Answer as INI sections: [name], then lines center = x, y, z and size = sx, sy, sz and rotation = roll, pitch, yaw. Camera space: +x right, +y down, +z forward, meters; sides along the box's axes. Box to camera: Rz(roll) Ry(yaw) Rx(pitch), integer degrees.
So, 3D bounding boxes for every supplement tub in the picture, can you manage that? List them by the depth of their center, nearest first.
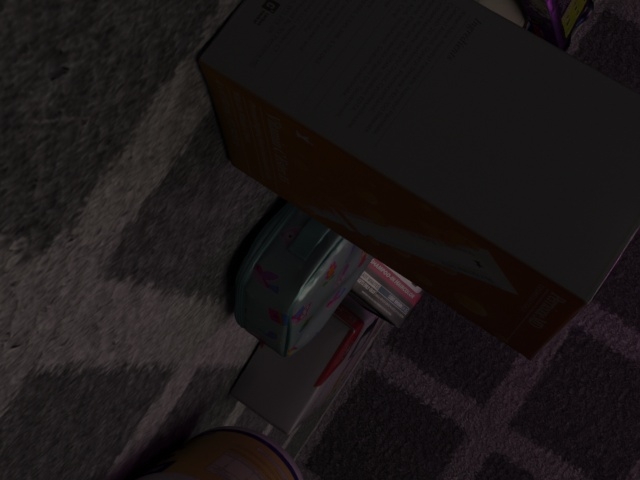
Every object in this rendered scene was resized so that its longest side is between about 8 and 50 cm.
[supplement tub]
center = -0.172, 0.418, 1.299
size = 0.241, 0.241, 0.331
rotation = -59, 168, 13

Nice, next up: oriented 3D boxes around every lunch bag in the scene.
[lunch bag]
center = 0.000, 0.000, 1.210
size = 0.279, 0.108, 0.224
rotation = -52, 165, -24

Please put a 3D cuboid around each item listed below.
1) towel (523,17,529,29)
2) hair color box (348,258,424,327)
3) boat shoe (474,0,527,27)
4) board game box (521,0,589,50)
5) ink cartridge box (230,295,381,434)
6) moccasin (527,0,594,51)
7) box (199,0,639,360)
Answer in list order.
[towel]
center = 0.344, -0.403, 1.594
size = 0.370, 0.040, 0.271
rotation = 107, 5, -48
[hair color box]
center = 0.151, -0.050, 1.514
size = 0.174, 0.105, 0.347
rotation = 39, 82, -42
[boat shoe]
center = 0.232, -0.334, 1.268
size = 0.305, 0.091, 0.109
rotation = -49, 132, -41
[board game box]
center = 0.378, -0.443, 1.232
size = 0.347, 0.056, 0.208
rotation = -61, 163, 2
[ink cartridge box]
center = -0.006, 0.187, 1.641
size = 0.226, 0.131, 0.306
rotation = -59, 167, 13
[moccasin]
center = 0.432, -0.389, 1.800
size = 0.342, 0.117, 0.137
rotation = 115, -8, -85
[box]
center = 0.094, -0.078, 0.787
size = 0.168, 0.345, 0.215
rotation = -54, 168, -14
